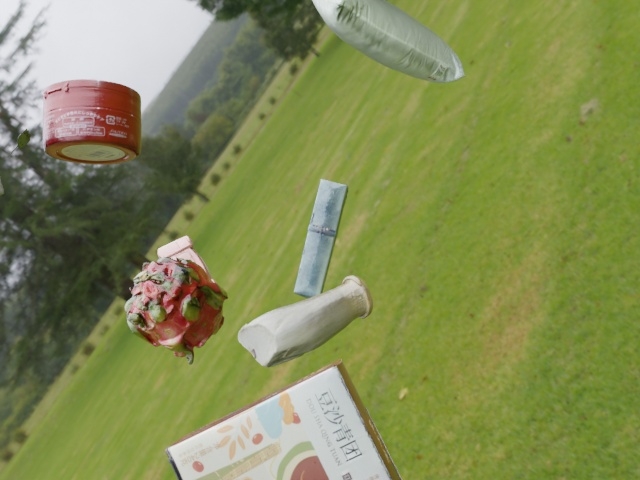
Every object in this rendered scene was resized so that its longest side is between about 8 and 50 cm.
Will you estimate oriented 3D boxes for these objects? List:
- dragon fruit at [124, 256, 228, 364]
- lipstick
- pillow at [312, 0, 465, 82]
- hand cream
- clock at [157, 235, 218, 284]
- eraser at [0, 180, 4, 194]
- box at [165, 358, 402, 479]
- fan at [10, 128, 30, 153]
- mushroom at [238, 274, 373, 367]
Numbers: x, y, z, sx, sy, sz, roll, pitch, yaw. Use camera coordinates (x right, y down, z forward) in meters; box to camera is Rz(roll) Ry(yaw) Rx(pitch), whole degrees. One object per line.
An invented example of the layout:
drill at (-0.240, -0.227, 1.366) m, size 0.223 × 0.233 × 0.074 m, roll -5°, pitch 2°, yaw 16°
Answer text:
dragon fruit at (-0.359, 0.166, 1.891) m, size 0.231 × 0.237 × 0.302 m, roll -59°, pitch -24°, yaw -1°
lipstick at (0.000, 0.000, 1.822) m, size 0.077 × 0.076 × 0.290 m, roll 12°, pitch -87°, yaw -88°
pillow at (0.090, -0.307, 1.090) m, size 0.078 × 0.254 × 0.144 m, roll -55°, pitch 38°, yaw 21°
hand cream at (-0.447, -0.228, 1.464) m, size 0.193 × 0.193 × 0.126 m, roll 162°, pitch 109°, yaw -65°
clock at (-0.411, 0.142, 2.299) m, size 0.142 × 0.227 × 0.241 m, roll -27°, pitch -22°, yaw -16°
eraser at (-0.749, -0.120, 1.278) m, size 0.082 × 0.213 × 0.397 m, roll 3°, pitch 23°, yaw 28°
box at (-0.056, 0.478, 1.476) m, size 0.385 × 0.345 × 0.122 m, roll -27°, pitch -6°, yaw 5°
fan at (-0.810, -0.263, 2.011) m, size 0.056 × 0.004 × 0.083 m, roll 106°, pitch -170°, yaw -59°
mushroom at (-0.021, 0.146, 1.324) m, size 0.246 × 0.096 × 0.108 m, roll -24°, pitch -2°, yaw -13°
